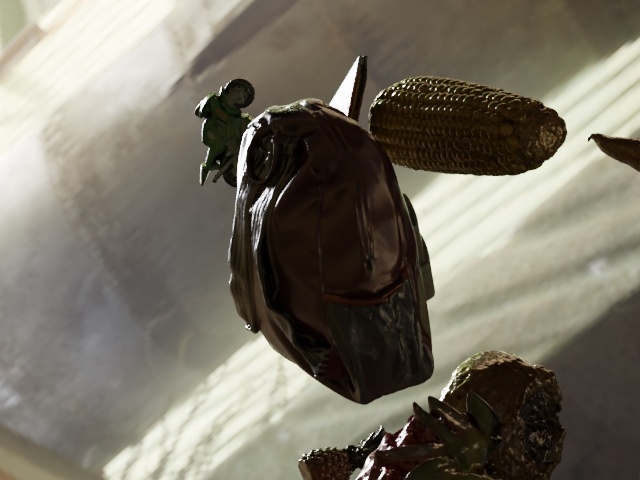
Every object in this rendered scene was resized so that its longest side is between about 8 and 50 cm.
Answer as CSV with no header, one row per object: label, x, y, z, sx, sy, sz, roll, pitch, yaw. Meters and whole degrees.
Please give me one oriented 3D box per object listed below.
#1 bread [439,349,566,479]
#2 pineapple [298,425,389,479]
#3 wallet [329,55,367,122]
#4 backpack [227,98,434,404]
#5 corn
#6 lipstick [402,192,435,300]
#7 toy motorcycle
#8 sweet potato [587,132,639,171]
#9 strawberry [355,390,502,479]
bread,0.265,0.266,2.106,0.230,0.123,0.230,6,-98,-47
pineapple,0.037,0.250,1.713,0.058,0.124,0.058,51,154,36
wallet,0.027,-0.151,1.859,0.020,0.103,0.196,11,164,-8
backpack,0.000,0.000,1.644,0.283,0.197,0.317,26,133,62
corn,0.163,-0.136,1.758,0.119,0.119,0.322,38,163,-32
lipstick,0.113,0.018,2.103,0.253,0.079,0.077,70,180,-66
toy motorcycle,-0.162,-0.183,2.517,0.074,0.106,0.190,-74,-15,-74
sweet potato,0.523,-0.137,2.375,0.206,0.060,0.068,19,178,24
strawberry,0.078,0.311,1.441,0.138,0.306,0.233,12,-146,-11
